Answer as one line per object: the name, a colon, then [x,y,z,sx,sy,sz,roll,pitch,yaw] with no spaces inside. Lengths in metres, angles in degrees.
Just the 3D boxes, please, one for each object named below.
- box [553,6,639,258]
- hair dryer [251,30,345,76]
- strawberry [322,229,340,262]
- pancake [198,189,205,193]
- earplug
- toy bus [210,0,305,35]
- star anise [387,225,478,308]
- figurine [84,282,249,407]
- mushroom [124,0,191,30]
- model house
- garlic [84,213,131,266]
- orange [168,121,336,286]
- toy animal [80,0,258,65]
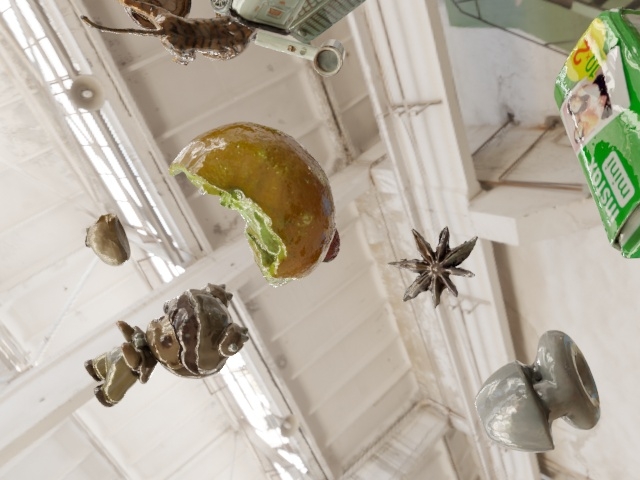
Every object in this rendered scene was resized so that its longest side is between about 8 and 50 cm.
box: [0.315,-0.080,0.372,0.103,0.250,0.180,90,-179,-54]
hair dryer: [-0.056,-0.480,1.318,0.236,0.131,0.073,12,-60,-1]
strawberry: [0.001,0.000,1.192,0.106,0.106,0.106,-11,-73,-39]
pancake: [-0.204,-0.188,1.294,0.250,0.250,0.031,-41,-82,-27]
earplug: [0.473,0.321,1.113,0.325,0.175,0.214,-20,-97,-28]
toy bus: [-0.090,-0.297,0.520,0.089,0.194,0.087,-46,-17,31]
star anise: [0.248,0.055,1.154,0.205,0.180,0.061,-62,-21,9]
figurine: [-0.365,0.258,1.265,0.380,0.248,0.203,-26,-51,-11]
mushroom: [-0.275,-0.412,0.879,0.123,0.052,0.123,-27,-48,-33]
model house: [-0.004,-0.614,1.215,0.198,0.224,0.215,31,-137,-47]
garlic: [-0.418,0.012,1.066,0.084,0.066,0.152,-64,-25,-44]
orange: [-0.072,-0.062,0.697,0.158,0.179,0.237,-42,-93,8]
toy animal: [-0.204,-0.301,0.754,0.255,0.116,0.114,-17,-57,-28]
